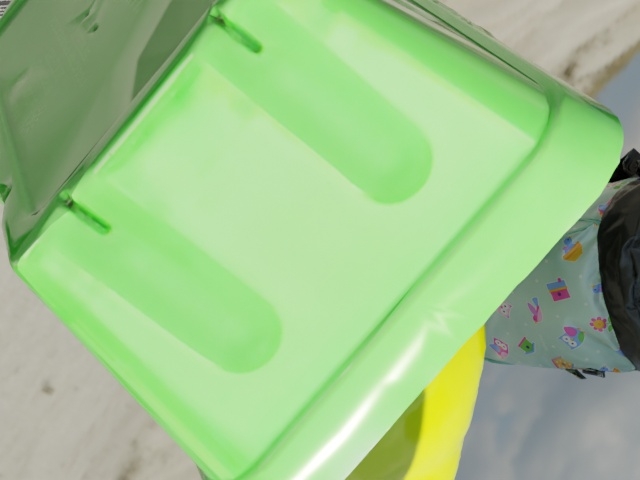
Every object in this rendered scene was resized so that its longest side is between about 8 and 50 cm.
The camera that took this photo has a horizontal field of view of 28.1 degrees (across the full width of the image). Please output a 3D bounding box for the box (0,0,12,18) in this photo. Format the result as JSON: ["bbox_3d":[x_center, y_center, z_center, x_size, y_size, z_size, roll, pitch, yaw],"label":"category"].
[{"bbox_3d":[-0.356,-0.209,1.437,0.156,0.093,0.158,122,-38,-81],"label":"box"}]

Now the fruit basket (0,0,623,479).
[{"bbox_3d":[0.000,0.000,0.698,0.283,0.392,0.392,-49,-178,7],"label":"fruit basket"}]

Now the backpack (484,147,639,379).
[{"bbox_3d":[0.168,0.022,0.889,0.182,0.152,0.115,1,-160,46],"label":"backpack"}]
